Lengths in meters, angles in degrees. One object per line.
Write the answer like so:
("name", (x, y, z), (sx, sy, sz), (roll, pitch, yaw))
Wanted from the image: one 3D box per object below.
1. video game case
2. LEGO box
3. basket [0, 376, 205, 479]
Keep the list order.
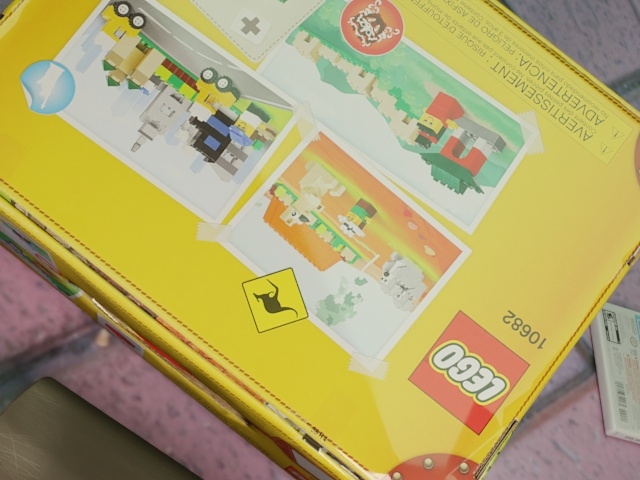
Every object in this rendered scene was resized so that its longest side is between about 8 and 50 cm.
("video game case", (0.351, 0.148, 1.478), (0.143, 0.019, 0.157), (17, 51, -24))
("LEGO box", (-0.015, -0.050, 1.124), (0.500, 0.193, 0.372), (39, 75, 1))
("basket", (-0.145, 0.214, 1.001), (0.227, 0.204, 0.154), (36, 72, 4))
